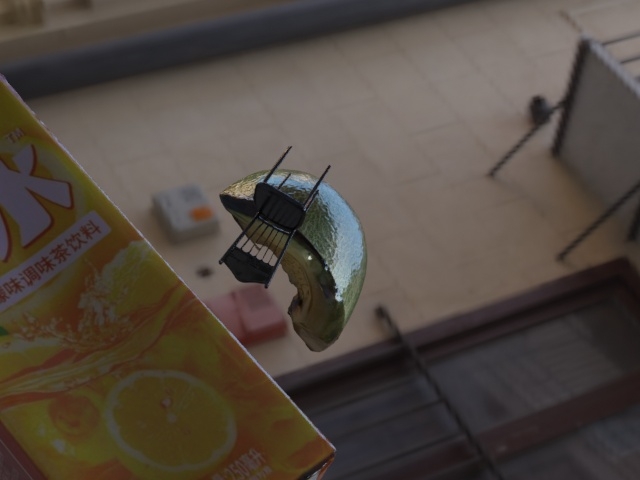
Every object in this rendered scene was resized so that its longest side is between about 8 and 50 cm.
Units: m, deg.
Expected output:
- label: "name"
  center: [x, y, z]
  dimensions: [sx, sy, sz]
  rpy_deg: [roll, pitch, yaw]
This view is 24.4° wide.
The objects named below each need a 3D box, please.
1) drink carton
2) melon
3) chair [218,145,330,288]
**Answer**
- label: "drink carton"
  center: [-0.107, 0.034, 0.542]
  dimensions: [0.223, 0.096, 0.071]
  rpy_deg: [48, -38, 16]
- label: "melon"
  center: [0.000, 0.000, 1.191]
  dimensions: [0.079, 0.128, 0.160]
  rpy_deg: [-11, -60, 39]
- label: "chair"
  center: [-0.028, -0.016, 0.929]
  dimensions: [0.037, 0.086, 0.042]
  rpy_deg: [28, -25, 9]
